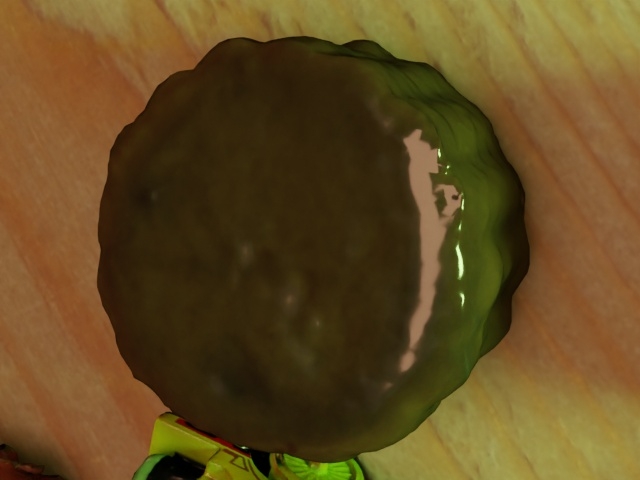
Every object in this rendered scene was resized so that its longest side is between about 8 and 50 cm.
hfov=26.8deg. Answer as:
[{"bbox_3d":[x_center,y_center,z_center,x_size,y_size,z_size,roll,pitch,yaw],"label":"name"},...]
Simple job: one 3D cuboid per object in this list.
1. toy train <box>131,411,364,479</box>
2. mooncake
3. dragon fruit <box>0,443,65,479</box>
[{"bbox_3d":[-0.023,0.232,1.093,0.296,0.160,0.100,22,112,19],"label":"toy train"},{"bbox_3d":[-0.001,0.001,1.035,0.324,0.187,0.324,3,98,25],"label":"mooncake"},{"bbox_3d":[-0.281,0.270,1.230,0.235,0.135,0.137,23,101,1],"label":"dragon fruit"}]
